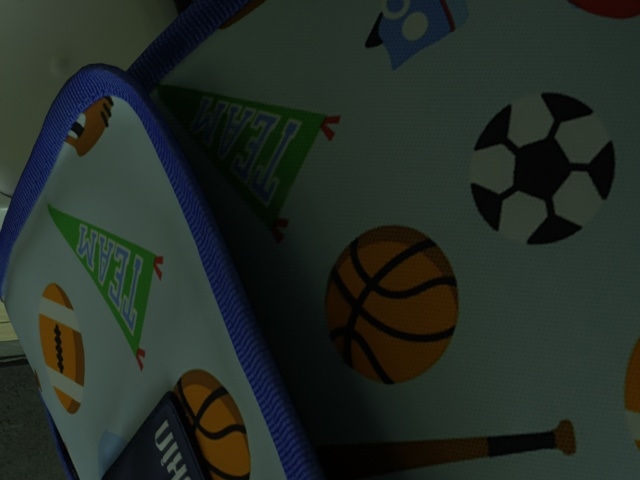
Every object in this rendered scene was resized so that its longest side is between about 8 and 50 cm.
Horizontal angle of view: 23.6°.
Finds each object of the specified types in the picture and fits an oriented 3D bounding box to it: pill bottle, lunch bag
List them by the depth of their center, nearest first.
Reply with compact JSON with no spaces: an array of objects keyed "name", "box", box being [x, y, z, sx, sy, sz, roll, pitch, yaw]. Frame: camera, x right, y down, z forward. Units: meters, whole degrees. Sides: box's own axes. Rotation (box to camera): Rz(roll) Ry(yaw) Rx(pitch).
[{"name":"lunch bag","box":[0.066,0.046,0.568,0.385,0.328,0.239,-35,158,21]},{"name":"pill bottle","box":[-0.077,-0.068,0.792,0.130,0.130,0.245,-8,172,20]}]

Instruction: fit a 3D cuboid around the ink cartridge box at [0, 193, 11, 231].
[{"name":"ink cartridge box","box":[-0.250,-0.044,1.061,0.175,0.072,0.127,-1,172,-33]}]
